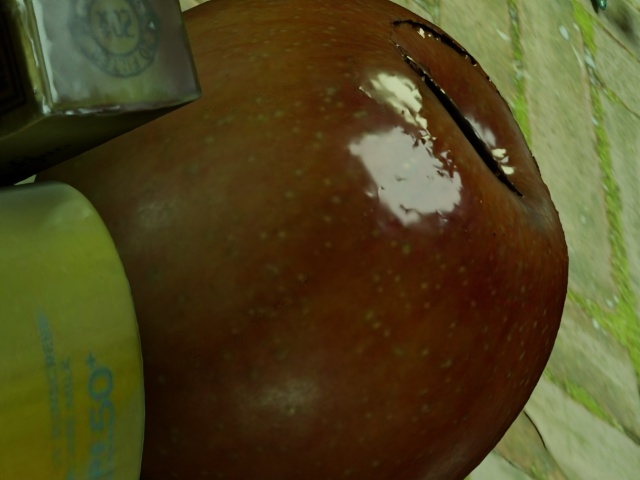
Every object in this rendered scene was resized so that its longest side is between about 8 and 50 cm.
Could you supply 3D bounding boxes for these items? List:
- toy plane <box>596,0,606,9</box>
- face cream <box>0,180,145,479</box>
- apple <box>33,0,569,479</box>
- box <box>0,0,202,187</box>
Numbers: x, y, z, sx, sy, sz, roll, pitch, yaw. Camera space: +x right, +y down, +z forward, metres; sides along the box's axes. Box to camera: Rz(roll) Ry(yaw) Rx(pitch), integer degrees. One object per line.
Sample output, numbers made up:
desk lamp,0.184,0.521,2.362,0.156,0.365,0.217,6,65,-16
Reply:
toy plane,0.175,-0.237,1.412,0.235,0.060,0.096,40,17,-18
face cream,-0.148,0.066,0.514,0.285,0.067,0.139,-15,106,-61
apple,0.000,0.000,0.739,0.210,0.173,0.235,42,29,-25
box,-0.136,-0.133,0.629,0.071,0.159,0.240,-10,84,-47
